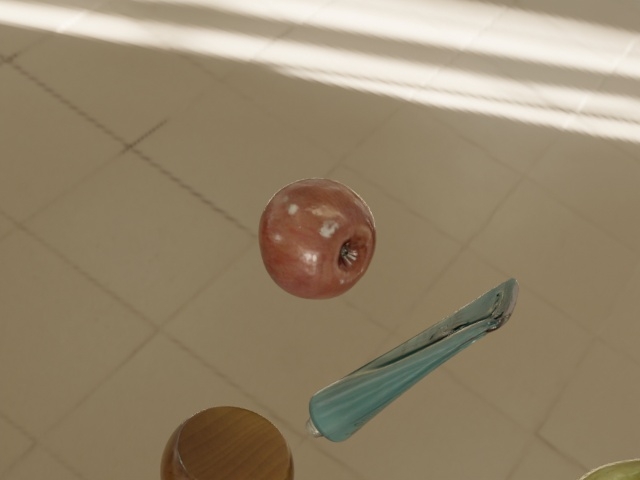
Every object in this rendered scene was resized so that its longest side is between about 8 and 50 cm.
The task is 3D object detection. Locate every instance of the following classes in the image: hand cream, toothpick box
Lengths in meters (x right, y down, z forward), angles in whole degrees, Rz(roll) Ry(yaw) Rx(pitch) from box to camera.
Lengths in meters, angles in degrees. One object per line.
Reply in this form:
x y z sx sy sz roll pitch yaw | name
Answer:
0.071 0.105 0.998 0.048 0.224 0.083 50 26 -6 | hand cream
-0.132 0.342 1.436 0.192 0.294 0.192 10 41 -9 | toothpick box

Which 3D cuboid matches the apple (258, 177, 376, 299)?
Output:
0.000 0.000 1.497 0.153 0.153 0.120 -21 27 -38 | apple

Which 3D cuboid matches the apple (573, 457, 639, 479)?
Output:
0.405 0.409 1.485 0.295 0.257 0.233 33 43 10 | apple
